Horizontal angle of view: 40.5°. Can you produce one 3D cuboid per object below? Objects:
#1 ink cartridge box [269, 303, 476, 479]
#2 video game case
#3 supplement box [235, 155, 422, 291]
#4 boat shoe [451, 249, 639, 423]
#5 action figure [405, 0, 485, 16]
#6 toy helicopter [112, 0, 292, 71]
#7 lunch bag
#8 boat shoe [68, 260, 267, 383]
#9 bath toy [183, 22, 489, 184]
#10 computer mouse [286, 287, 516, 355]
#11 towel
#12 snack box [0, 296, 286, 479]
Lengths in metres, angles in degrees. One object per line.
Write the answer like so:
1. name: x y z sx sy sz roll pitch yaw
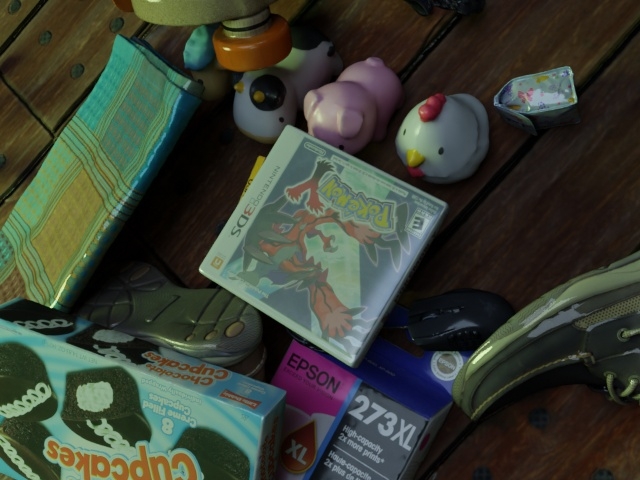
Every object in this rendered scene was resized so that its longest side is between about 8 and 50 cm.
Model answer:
1. ink cartridge box: 0.004 0.234 0.916 0.175 0.069 0.371 27 86 25
2. video game case: 0.000 0.000 0.873 0.201 0.023 0.184 29 85 24
3. supplement box: 0.015 -0.018 0.945 0.188 0.104 0.081 18 82 23
4. boat shoe: 0.290 0.088 0.801 0.355 0.132 0.130 -33 68 12
5. action figure: 0.177 -0.386 0.953 0.164 0.141 0.276 28 90 36
6. toy helicopter: -0.087 -0.338 0.990 0.234 0.140 0.355 13 45 29
7. lunch bag: 0.228 -0.143 0.912 0.083 0.071 0.053 -8 79 17
8. boat shoe: -0.187 0.111 0.980 0.324 0.117 0.123 15 42 42
9. bath toy: 0.017 -0.156 0.965 0.348 0.129 0.152 25 87 23
10. computer mouse: 0.081 0.082 0.901 0.241 0.041 0.071 -4 54 7
11. towel: -0.286 -0.065 1.033 0.370 0.040 0.271 -56 36 5
12. snack box: -0.198 0.193 0.878 0.321 0.060 0.187 16 112 18
